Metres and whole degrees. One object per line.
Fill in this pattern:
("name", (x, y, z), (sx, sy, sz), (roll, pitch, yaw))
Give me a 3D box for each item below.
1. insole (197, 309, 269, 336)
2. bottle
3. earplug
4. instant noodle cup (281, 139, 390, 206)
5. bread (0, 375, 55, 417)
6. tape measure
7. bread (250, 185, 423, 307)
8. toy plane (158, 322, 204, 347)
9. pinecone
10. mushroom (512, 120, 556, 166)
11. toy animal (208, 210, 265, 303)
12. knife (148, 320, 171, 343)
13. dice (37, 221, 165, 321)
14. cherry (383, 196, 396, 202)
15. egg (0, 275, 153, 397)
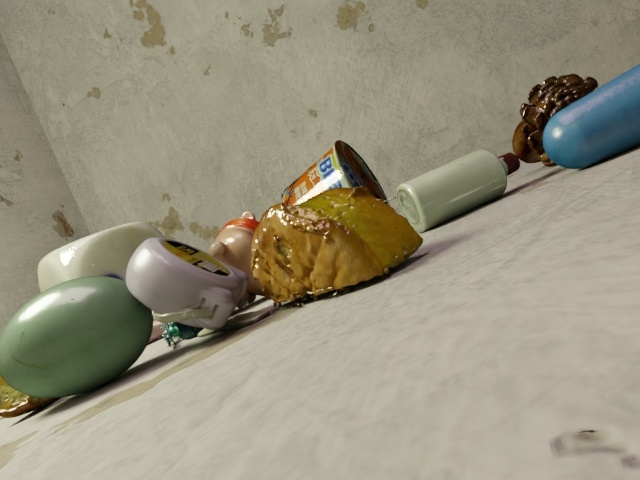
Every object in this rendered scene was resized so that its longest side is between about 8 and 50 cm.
("insole", (-0.139, 0.130, 0.862), (0.063, 0.010, 0.192), (-26, 3, -42))
("bottle", (0.273, -0.107, 1.046), (0.245, 0.104, 0.104), (-24, 2, -11))
("earplug", (0.501, -0.209, 0.897), (0.272, 0.133, 0.132), (-27, 1, 7))
("instant noodle cup", (0.041, -0.104, 1.519), (0.213, 0.297, 0.296), (-31, -1, 21))
("bread", (-0.474, 0.226, 0.917), (0.065, 0.103, 0.187), (-21, -3, 7))
("tape measure", (-0.208, 0.071, 0.839), (0.105, 0.178, 0.196), (-62, -2, 6))
("bread", (0.000, 0.000, 0.774), (0.160, 0.147, 0.260), (-28, 4, -32))
("toy plane", (-0.253, 0.154, 1.015), (0.096, 0.060, 0.235), (-38, 10, -15))
("pinecone", (0.479, -0.236, 1.059), (0.179, 0.150, 0.195), (-15, 43, 0))
("mushroom", (0.552, -0.256, 1.250), (0.194, 0.138, 0.231), (-24, 2, -23))
("toy animal", (-0.167, 0.053, 1.085), (0.197, 0.171, 0.171), (-43, 8, -18))
("knife", (-0.286, 0.168, 1.229), (0.335, 0.043, 0.081), (-22, 7, -9))
("dice", (-0.578, 0.139, 1.524), (0.276, 0.304, 0.304), (-22, 2, 45))
("cherry", (0.086, -0.032, 1.147), (0.148, 0.115, 0.188), (1, -11, -43))
("egg", (-0.369, 0.146, 0.826), (0.230, 0.168, 0.168), (-24, 2, -9))
